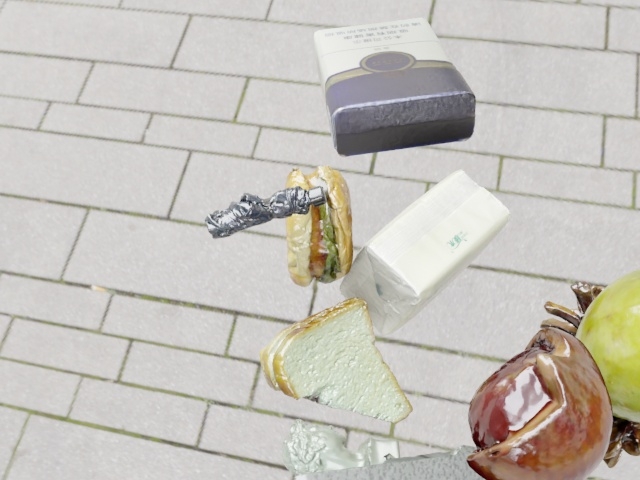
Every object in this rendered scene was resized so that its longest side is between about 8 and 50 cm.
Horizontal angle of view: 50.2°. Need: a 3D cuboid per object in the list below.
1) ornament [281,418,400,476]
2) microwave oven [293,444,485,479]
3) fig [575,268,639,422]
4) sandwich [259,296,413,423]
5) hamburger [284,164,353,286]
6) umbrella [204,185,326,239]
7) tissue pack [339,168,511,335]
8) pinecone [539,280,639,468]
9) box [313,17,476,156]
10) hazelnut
[{"bbox_3d":[0.050,0.500,1.554,0.286,0.120,0.130,14,36,9],"label":"ornament"},{"bbox_3d":[0.179,0.522,1.084,0.433,0.236,0.374,-4,53,-12],"label":"microwave oven"},{"bbox_3d":[0.542,0.182,1.132,0.258,0.326,0.257,5,64,-11],"label":"fig"},{"bbox_3d":[0.031,0.285,1.400,0.254,0.100,0.288,-29,96,-27],"label":"sandwich"},{"bbox_3d":[-0.002,0.002,1.622,0.162,0.329,0.208,-2,53,-4],"label":"hamburger"},{"bbox_3d":[-0.101,-0.062,1.258,0.224,0.080,0.071,-14,100,4],"label":"umbrella"},{"bbox_3d":[0.259,0.034,1.751,0.380,0.297,0.207,-38,78,-27],"label":"tissue pack"},{"bbox_3d":[0.603,0.259,1.433,0.385,0.384,0.384,-2,64,5],"label":"pinecone"},{"bbox_3d":[0.084,-0.203,0.874,0.168,0.071,0.259,-8,36,-2],"label":"box"},{"bbox_3d":[0.260,0.203,0.827,0.161,0.170,0.201,29,47,-18],"label":"hazelnut"}]
